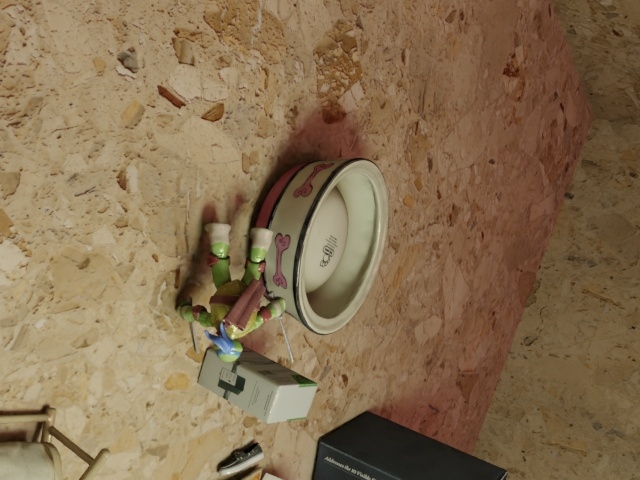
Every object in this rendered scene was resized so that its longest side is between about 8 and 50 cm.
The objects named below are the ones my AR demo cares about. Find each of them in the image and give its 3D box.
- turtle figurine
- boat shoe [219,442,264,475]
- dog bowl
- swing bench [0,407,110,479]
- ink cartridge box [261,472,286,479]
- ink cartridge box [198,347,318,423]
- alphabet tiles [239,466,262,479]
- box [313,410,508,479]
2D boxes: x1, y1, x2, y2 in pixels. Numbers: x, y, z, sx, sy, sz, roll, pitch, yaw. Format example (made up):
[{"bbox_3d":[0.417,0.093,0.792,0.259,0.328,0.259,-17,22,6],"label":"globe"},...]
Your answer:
[{"bbox_3d":[-0.178,0.110,1.505,0.275,0.198,0.266,29,64,-68],"label":"turtle figurine"},{"bbox_3d":[-0.193,0.524,1.785,0.142,0.049,0.040,-10,79,-53],"label":"boat shoe"},{"bbox_3d":[0.000,0.000,1.702,0.408,0.150,0.408,-37,135,-49],"label":"dog bowl"},{"bbox_3d":[-0.507,0.409,1.146,0.253,0.165,0.254,20,94,-58],"label":"swing bench"},{"bbox_3d":[-0.135,0.761,1.865,0.283,0.117,0.207,-59,154,-32],"label":"ink cartridge box"},{"bbox_3d":[-0.137,0.308,1.610,0.153,0.208,0.087,13,97,-57],"label":"ink cartridge box"},{"bbox_3d":[-0.223,0.712,1.793,0.342,0.011,0.285,-6,110,-67],"label":"alphabet tiles"},{"bbox_3d":[0.226,0.827,2.150,0.297,0.480,0.471,-15,117,-55],"label":"box"}]
